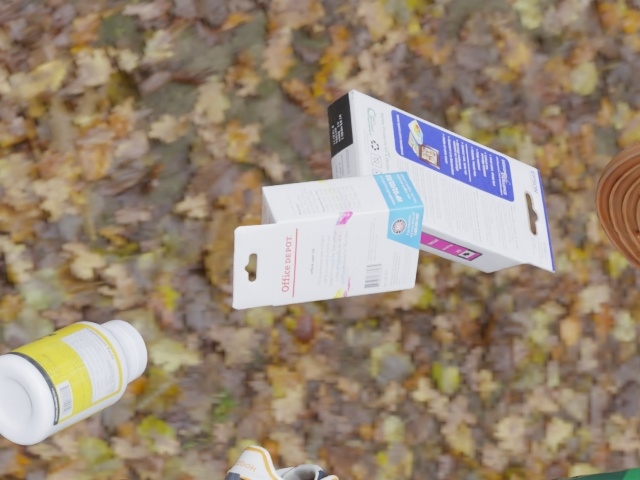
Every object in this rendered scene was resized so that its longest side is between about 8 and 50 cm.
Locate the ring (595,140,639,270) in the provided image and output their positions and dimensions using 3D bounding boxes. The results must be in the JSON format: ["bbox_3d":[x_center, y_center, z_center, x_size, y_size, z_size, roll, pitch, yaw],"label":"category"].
[{"bbox_3d":[0.339,0.008,0.968,0.336,0.336,0.032,31,71,-27],"label":"ring"}]

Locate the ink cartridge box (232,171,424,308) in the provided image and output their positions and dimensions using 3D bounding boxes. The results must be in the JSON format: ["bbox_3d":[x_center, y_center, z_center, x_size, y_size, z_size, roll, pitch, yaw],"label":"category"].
[{"bbox_3d":[0.000,0.000,1.453,0.181,0.061,0.104,-7,130,-14],"label":"ink cartridge box"}]

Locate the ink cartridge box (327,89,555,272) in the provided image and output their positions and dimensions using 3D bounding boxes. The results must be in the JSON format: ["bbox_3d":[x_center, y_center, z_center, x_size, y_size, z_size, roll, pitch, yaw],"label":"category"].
[{"bbox_3d":[0.170,-0.067,2.110,0.371,0.069,0.176,18,55,-35],"label":"ink cartridge box"}]

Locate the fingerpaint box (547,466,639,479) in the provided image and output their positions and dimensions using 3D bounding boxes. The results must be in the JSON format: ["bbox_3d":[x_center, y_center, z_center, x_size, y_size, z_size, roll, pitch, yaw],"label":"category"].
[{"bbox_3d":[0.302,0.216,0.500,0.371,0.445,0.163,1,105,-41],"label":"fingerpaint box"}]

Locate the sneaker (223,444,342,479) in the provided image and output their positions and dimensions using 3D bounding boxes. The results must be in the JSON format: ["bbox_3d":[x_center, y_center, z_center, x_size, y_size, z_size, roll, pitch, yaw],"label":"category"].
[{"bbox_3d":[0.009,0.368,1.971,0.321,0.126,0.127,32,69,-32],"label":"sneaker"}]

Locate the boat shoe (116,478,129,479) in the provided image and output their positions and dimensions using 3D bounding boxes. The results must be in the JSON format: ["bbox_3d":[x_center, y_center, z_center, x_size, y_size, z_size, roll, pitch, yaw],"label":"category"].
[{"bbox_3d":[-0.217,0.273,1.297,0.178,0.064,0.060,-32,110,7],"label":"boat shoe"}]

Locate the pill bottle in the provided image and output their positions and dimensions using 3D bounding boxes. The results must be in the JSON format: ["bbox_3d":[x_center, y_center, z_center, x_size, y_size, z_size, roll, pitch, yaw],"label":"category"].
[{"bbox_3d":[-0.279,0.150,1.700,0.184,0.103,0.103,-25,100,-53],"label":"pill bottle"}]
